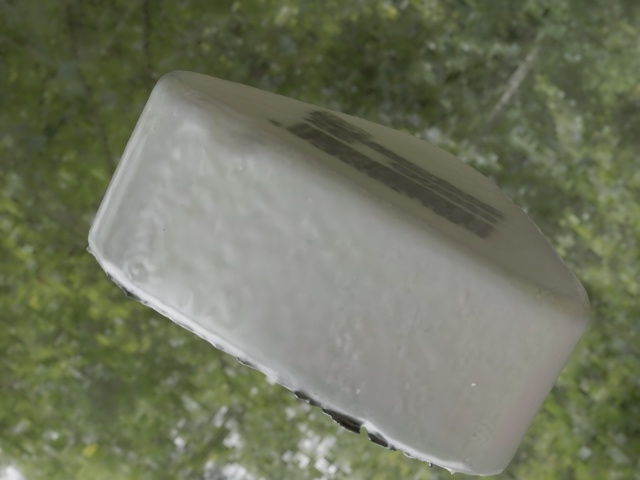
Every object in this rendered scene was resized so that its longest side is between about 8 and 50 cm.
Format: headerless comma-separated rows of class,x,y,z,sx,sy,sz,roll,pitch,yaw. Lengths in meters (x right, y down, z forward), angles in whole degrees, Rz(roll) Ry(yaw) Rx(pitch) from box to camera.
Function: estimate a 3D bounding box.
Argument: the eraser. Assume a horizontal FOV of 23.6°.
eraser,0.000,0.000,1.072,0.331,0.150,0.331,22,-163,-7
